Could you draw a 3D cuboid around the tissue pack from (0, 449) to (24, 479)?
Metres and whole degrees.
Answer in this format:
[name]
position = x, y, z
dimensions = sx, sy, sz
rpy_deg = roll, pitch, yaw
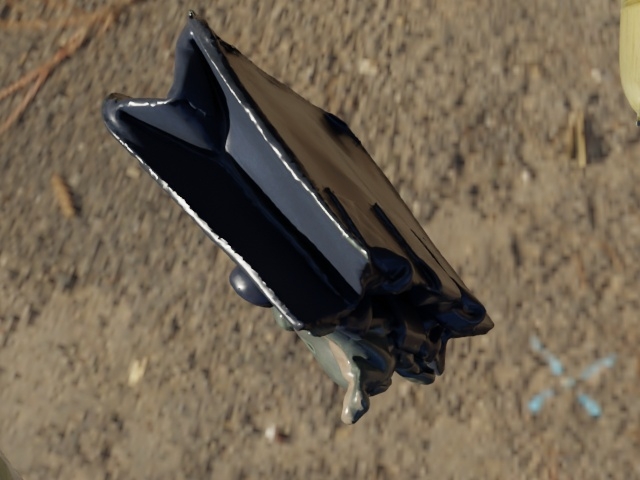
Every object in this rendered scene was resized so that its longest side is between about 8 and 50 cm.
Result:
[tissue pack]
position = -0.239, 0.254, 1.001
dimensions = 0.266, 0.194, 0.356
rpy_deg = -29, 129, -1

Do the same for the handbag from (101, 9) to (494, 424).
[handbag]
position = 0.000, 0.000, 1.332
dimensions = 0.118, 0.325, 0.269
rpy_deg = -43, 69, 10

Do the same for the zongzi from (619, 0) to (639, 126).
[zongzi]
position = 0.272, -0.152, 1.095
dimensions = 0.197, 0.099, 0.195
rpy_deg = 5, 94, 5
